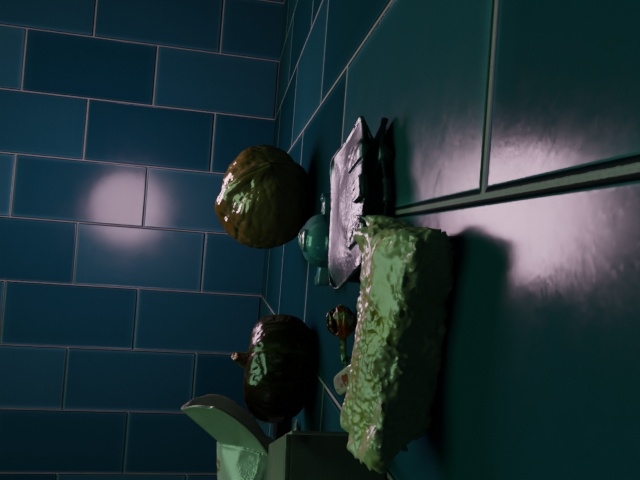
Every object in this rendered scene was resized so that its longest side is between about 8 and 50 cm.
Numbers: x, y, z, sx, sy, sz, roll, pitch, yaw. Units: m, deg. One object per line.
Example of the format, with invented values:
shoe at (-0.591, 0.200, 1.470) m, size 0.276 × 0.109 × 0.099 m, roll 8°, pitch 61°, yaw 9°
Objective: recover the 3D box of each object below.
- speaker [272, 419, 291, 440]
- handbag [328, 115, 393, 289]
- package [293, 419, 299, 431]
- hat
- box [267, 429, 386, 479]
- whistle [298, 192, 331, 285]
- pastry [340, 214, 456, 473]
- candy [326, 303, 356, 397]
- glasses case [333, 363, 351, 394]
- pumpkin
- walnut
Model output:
speaker at (-0.106, 0.458, 1.594) m, size 0.082 × 0.044 × 0.217 m, roll 165°, pitch 109°, yaw -80°
handbag at (0.058, -0.050, 0.817) m, size 0.179 × 0.062 × 0.229 m, roll 121°, pitch 152°, yaw -69°
package at (-0.058, 0.504, 1.383) m, size 0.037 × 0.015 × 0.110 m, roll 113°, pitch 158°, yaw -47°
hat at (-0.176, 0.446, 1.130) m, size 0.168 × 0.301 × 0.258 m, roll -51°, pitch 1°, yaw -15°
box at (-0.001, 0.323, 0.790) m, size 0.225 × 0.130 × 0.086 m, roll 116°, pitch 158°, yaw -64°
whistle at (0.000, 0.000, 1.071) m, size 0.274 × 0.093 × 0.186 m, roll -154°, pitch 68°, yaw -83°
pastry at (0.076, 0.102, 0.569) m, size 0.121 × 0.089 × 0.258 m, roll -176°, pitch 90°, yaw -77°
candy at (0.040, 0.196, 0.907) m, size 0.055 × 0.049 × 0.184 m, roll 118°, pitch 147°, yaw -83°
glasses case at (0.043, 0.216, 0.862) m, size 0.083 × 0.021 × 0.032 m, roll -52°, pitch 53°, yaw 50°
pumpkin at (-0.116, 0.290, 1.307) m, size 0.260 × 0.190 × 0.260 m, roll -175°, pitch 90°, yaw -79°
walnut at (-0.156, -0.120, 1.553) m, size 0.313 × 0.252 × 0.277 m, roll 119°, pitch 166°, yaw -57°
